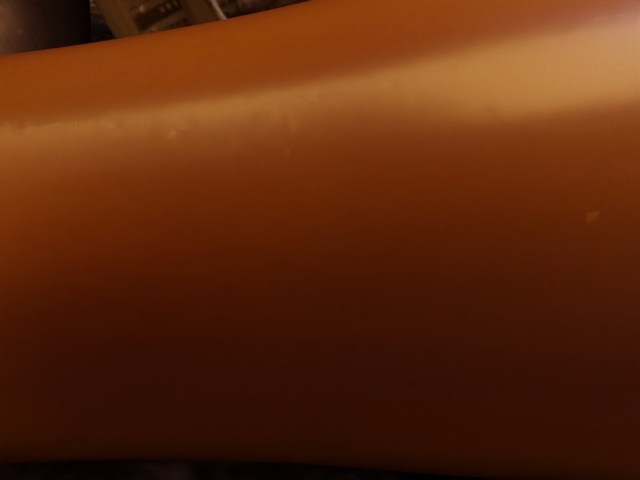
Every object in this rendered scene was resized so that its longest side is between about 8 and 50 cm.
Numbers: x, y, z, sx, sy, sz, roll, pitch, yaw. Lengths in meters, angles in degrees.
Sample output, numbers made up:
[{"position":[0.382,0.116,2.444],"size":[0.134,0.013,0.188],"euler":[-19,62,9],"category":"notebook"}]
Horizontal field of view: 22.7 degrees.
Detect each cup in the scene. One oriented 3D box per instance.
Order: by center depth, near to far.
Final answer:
[{"position":[0.000,0.000,0.552],"size":[0.264,0.182,0.226],"euler":[-4,-6,-4],"category":"cup"}]

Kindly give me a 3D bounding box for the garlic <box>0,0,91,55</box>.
[{"position":[-0.232,-0.128,0.780],"size":[0.246,0.231,0.340],"euler":[-45,16,0],"category":"garlic"}]

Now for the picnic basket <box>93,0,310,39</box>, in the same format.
[{"position":[-0.055,-0.216,0.776],"size":[0.175,0.228,0.313],"euler":[-28,15,2],"category":"picnic basket"}]
